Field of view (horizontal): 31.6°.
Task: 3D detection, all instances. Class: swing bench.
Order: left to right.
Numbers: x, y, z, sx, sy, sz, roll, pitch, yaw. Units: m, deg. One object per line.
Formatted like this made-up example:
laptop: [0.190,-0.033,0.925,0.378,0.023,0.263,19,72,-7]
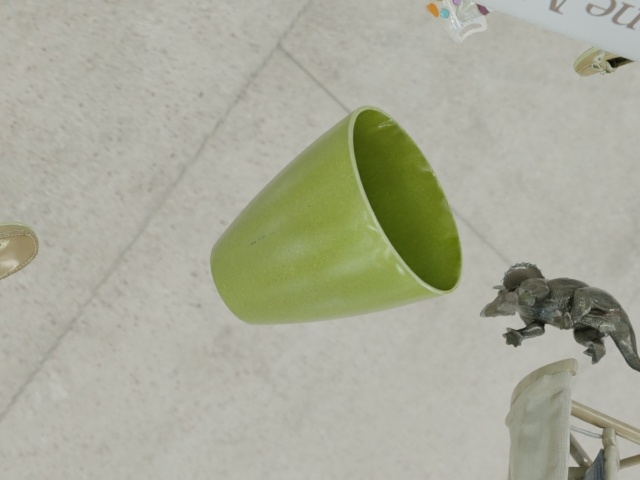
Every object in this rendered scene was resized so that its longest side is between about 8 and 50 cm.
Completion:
swing bench: [0.312,0.326,1.371,0.255,0.165,0.253,36,47,-23]

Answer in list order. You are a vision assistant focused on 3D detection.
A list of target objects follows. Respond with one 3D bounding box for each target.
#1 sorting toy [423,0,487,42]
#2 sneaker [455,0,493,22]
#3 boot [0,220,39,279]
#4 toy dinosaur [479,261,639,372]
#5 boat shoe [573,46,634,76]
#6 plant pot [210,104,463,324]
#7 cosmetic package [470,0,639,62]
sorting toy: [0.206,-0.332,1.651,0.083,0.045,0.075,-27,91,-1]
sneaker: [0.124,-0.285,1.043,0.084,0.185,0.069,-32,145,17]
boot: [-0.405,0.049,1.325,0.213,0.165,0.077,-22,116,-31]
toy dinosaur: [0.365,0.101,1.640,0.160,0.313,0.121,-36,129,-50]
boat shoe: [0.476,-0.292,1.803,0.056,0.153,0.048,16,60,-53]
plant pot: [0.000,0.000,1.562,0.293,0.275,0.275,-26,133,26]
cosmetic package: [0.247,-0.338,0.611,0.329,0.393,0.327,16,61,-15]
